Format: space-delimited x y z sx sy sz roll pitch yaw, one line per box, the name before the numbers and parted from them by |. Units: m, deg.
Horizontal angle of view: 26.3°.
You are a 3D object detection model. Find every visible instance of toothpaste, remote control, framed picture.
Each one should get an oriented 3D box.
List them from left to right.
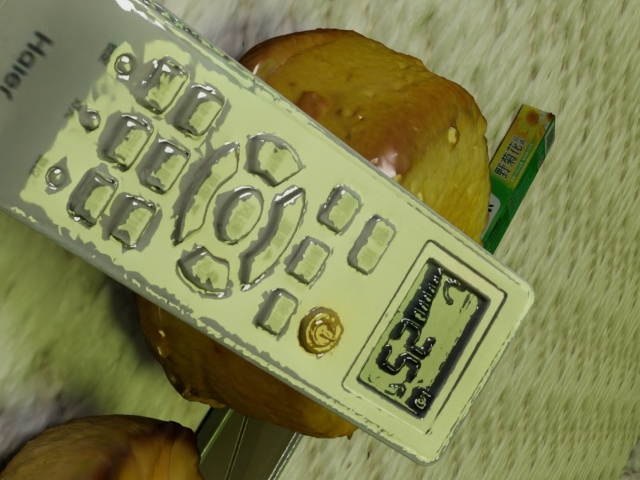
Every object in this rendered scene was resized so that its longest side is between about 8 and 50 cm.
framed picture | -0.059 0.158 0.986 0.203 0.015 0.150 -58 156 -23
remote control | -0.035 -0.008 0.640 0.313 0.055 0.109 35 83 -30
toothpaste | 0.175 -0.049 1.316 0.178 0.037 0.043 -59 160 -23

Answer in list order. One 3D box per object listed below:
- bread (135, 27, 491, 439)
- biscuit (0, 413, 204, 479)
bread | 0.000 0.000 0.810 0.268 0.146 0.268 -47 151 -36
biscuit | -0.123 0.239 0.721 0.296 0.102 0.296 -3 90 -78
